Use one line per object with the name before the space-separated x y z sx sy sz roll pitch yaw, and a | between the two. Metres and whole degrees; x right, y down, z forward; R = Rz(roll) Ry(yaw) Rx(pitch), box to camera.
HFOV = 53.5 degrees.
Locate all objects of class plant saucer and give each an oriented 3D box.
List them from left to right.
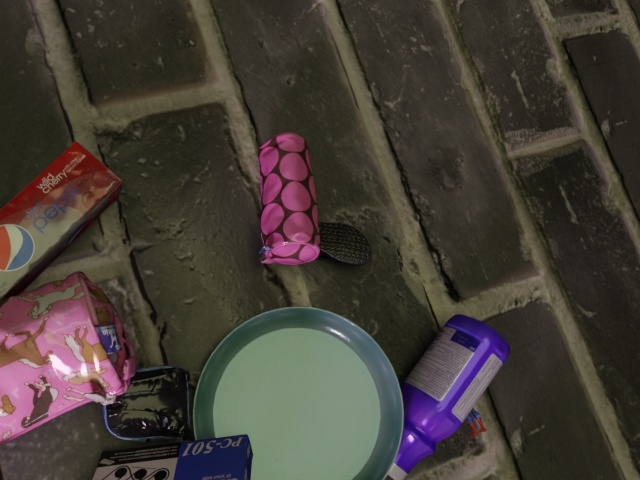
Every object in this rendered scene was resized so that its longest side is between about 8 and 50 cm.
plant saucer | -0.032 0.260 0.967 0.318 0.043 0.317 2 72 -8

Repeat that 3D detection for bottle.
bottle | 0.185 0.255 1.026 0.092 0.118 0.283 44 77 -25

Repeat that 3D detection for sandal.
sandal | 0.000 0.000 1.078 0.179 0.040 0.067 15 65 0

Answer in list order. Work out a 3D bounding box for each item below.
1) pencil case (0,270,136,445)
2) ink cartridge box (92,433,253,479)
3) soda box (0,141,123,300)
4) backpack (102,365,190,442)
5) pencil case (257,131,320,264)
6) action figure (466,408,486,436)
pencil case | -0.430 0.186 0.779 0.386 0.167 0.160 -25 128 -14
ink cartridge box | -0.197 0.320 0.845 0.207 0.097 0.046 -7 119 2
soda box | -0.408 -0.014 0.905 0.092 0.083 0.263 42 66 -6
backpack | -0.248 0.231 0.897 0.114 0.084 0.105 2 76 -23
pencil case | -0.058 -0.066 1.031 0.095 0.098 0.209 21 56 -42
action figure | 0.247 0.277 1.095 0.038 0.030 0.115 -13 76 -28
